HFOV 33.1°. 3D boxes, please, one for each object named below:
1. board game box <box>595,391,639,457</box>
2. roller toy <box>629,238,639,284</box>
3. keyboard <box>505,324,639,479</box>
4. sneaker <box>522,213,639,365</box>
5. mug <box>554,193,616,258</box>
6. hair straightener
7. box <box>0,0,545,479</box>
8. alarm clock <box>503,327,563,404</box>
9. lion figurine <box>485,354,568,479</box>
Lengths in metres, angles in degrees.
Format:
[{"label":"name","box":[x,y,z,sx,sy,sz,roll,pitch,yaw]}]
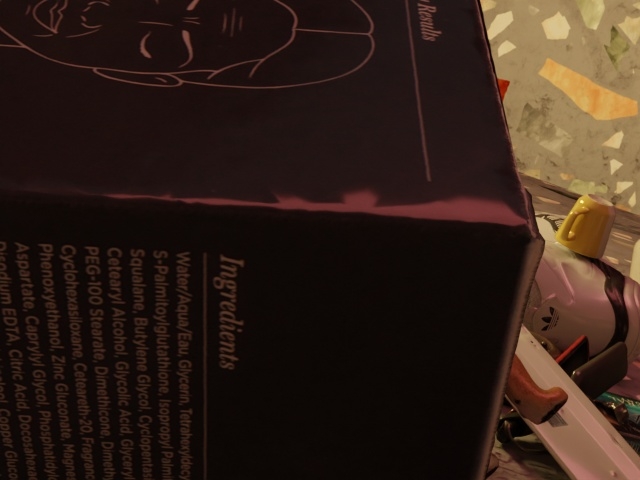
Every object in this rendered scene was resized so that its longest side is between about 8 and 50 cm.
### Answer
[{"label":"board game box","box":[0.338,0.190,1.036,0.186,0.026,0.126,15,11,-2]},{"label":"roller toy","box":[0.536,0.076,1.539,0.209,0.146,0.191,4,7,-26]},{"label":"keyboard","box":[0.203,0.149,0.914,0.072,0.014,0.256,-7,36,-23]},{"label":"sneaker","box":[0.236,0.035,1.348,0.210,0.137,0.366,14,15,-21]},{"label":"mug","box":[0.321,-0.018,1.286,0.062,0.064,0.078,23,19,5]},{"label":"hair straightener","box":[0.233,0.141,0.978,0.089,0.047,0.230,6,14,36]},{"label":"box","box":[-0.116,-0.025,0.566,0.395,0.212,0.294,3,38,-1]},{"label":"alarm clock","box":[0.189,0.116,1.112,0.129,0.064,0.192,20,9,20]},{"label":"lion figurine","box":[0.023,0.073,0.761,0.240,0.142,0.392,48,17,21]}]
